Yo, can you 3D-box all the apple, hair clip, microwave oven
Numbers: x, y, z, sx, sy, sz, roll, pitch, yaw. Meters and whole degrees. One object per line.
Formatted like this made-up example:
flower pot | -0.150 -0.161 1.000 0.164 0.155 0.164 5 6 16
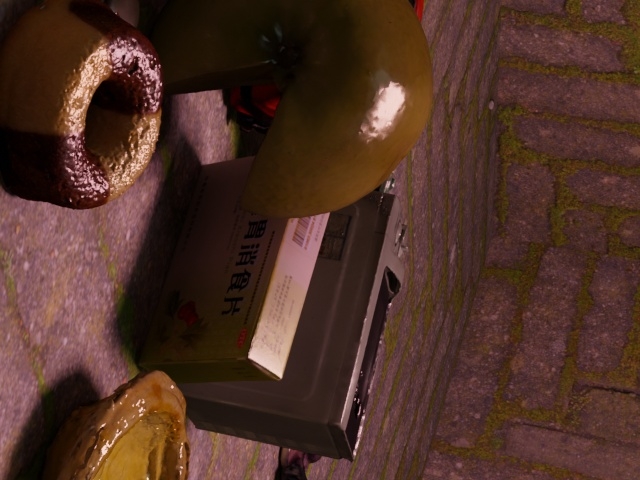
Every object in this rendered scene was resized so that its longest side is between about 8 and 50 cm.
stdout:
apple | -0.030 -0.166 1.491 0.254 0.292 0.292 157 -57 -88
hair clip | -0.035 0.346 2.390 0.187 0.056 0.146 -74 167 -60
microwave oven | -0.030 0.092 1.801 0.181 0.237 0.295 72 30 -66

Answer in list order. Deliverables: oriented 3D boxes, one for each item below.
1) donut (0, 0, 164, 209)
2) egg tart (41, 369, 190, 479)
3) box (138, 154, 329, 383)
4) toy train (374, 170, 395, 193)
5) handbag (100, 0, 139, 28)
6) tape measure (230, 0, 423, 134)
donut | -0.198 -0.110 1.246 0.166 0.073 0.184 -21 128 -52
egg tart | -0.217 0.255 1.476 0.279 0.095 0.279 13 90 -72
box | -0.089 0.029 1.643 0.062 0.175 0.260 37 59 -39
toy train | 0.022 -0.090 1.937 0.326 0.129 0.159 118 -15 -62
handbag | -0.200 -0.181 1.309 0.072 0.047 0.111 40 66 -56
tape measure | 0.005 -0.259 1.733 0.114 0.253 0.260 11 82 -39
